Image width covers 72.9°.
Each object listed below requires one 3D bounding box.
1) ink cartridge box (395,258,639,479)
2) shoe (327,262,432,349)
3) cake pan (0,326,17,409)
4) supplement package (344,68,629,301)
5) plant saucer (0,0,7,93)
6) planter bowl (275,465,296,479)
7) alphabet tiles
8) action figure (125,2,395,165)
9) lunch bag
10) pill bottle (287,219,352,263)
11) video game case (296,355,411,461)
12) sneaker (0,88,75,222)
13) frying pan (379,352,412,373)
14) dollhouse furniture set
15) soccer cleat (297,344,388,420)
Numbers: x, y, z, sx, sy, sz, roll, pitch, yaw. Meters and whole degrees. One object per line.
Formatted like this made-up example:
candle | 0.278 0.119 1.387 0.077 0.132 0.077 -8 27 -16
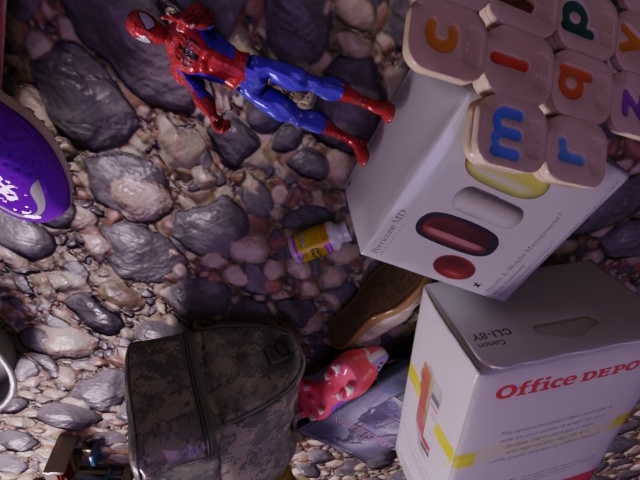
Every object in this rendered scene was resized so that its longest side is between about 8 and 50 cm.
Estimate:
ink cartridge box | 0.283 0.237 0.643 0.278 0.160 0.385 -7 124 -12
shoe | 0.096 0.097 0.665 0.058 0.077 0.219 13 134 -38
cake pan | -0.622 0.179 0.671 0.292 0.054 0.294 -2 127 -3
supplement package | 0.166 -0.067 0.492 0.202 0.149 0.194 18 123 -18
plant saucer | -0.441 -0.187 0.416 0.258 0.048 0.259 19 122 -18
planter bowl | -0.149 0.433 0.851 0.216 0.217 0.091 6 89 -9
alphabet tiles | 0.197 -0.193 0.370 0.277 0.021 0.285 7 88 -20
action figure | -0.057 -0.147 0.427 0.280 0.139 0.092 21 122 -16
lunch bag | -0.153 0.283 0.694 0.255 0.213 0.305 -9 132 -19
pill bottle | 0.000 0.000 0.595 0.083 0.043 0.043 -20 126 11
video game case | 0.119 0.325 0.807 0.196 0.026 0.274 37 117 -27
sneaker | -0.346 -0.109 0.361 0.102 0.146 0.294 -20 126 10
frying pan | 0.201 0.268 0.809 0.325 0.053 0.198 -5 128 -4
dollhouse furniture set | -0.476 0.510 0.885 0.129 0.129 0.184 5 126 -9
soccer cleat | 0.025 0.245 0.743 0.095 0.083 0.248 -19 159 -35
